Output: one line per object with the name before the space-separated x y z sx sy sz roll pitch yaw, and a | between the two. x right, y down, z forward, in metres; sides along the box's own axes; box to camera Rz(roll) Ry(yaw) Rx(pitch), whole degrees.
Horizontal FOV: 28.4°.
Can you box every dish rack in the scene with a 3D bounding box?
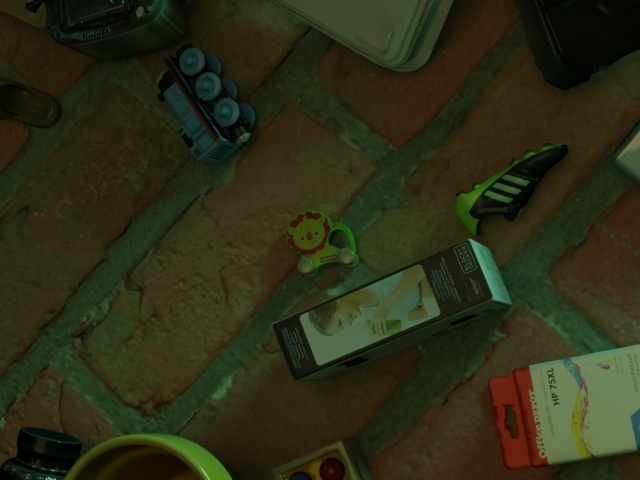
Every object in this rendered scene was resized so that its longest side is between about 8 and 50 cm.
dish rack | 0.032 -0.405 1.754 0.333 0.072 0.285 33 129 16

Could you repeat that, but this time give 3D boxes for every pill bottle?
pill bottle | -0.422 0.392 1.855 0.123 0.123 0.219 13 88 19

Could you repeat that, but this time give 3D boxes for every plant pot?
plant pot | -0.203 0.390 1.721 0.254 0.239 0.254 -3 81 18

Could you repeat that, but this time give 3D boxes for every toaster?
toaster | -0.310 -0.346 1.901 0.227 0.146 0.129 -14 78 16

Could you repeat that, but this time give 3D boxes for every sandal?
sandal | -0.498 -0.221 1.998 0.180 0.049 0.072 14 87 19

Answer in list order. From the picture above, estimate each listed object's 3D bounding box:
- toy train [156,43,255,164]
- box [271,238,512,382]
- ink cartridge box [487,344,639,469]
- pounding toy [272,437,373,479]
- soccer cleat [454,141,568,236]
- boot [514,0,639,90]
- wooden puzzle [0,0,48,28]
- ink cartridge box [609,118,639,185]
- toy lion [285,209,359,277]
toy train | -0.176 -0.204 1.877 0.105 0.080 0.184 -39 73 16
box | 0.099 0.099 1.700 0.290 0.169 0.087 -23 79 13
ink cartridge box | 0.335 0.221 1.652 0.231 0.078 0.134 -14 79 17
pounding toy | 0.021 0.353 1.726 0.130 0.100 0.141 -26 76 14
soccer cleat | 0.268 -0.071 1.728 0.179 0.060 0.072 -32 84 18
boot | 0.442 -0.440 1.606 0.445 0.146 0.367 -23 88 34
wooden puzzle | -0.482 -0.531 2.024 0.348 0.080 0.322 27 91 24
ink cartridge box | 0.529 -0.108 1.658 0.232 0.066 0.189 38 96 -2
toy lion | 0.000 0.000 1.818 0.100 0.034 0.096 -13 72 16
